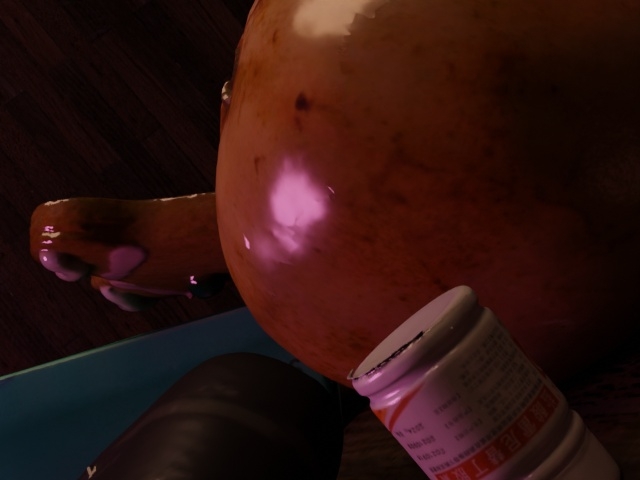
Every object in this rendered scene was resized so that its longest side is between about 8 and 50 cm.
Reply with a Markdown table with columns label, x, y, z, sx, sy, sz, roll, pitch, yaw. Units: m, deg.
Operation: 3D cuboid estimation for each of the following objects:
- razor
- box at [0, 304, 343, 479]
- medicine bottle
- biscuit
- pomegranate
| label | x | y | z | sx | sy | sz | roll | pitch | yaw |
| --- | --- | --- | --- | --- | --- | --- | --- | --- | --- |
| razor | -0.118 | 0.193 | 0.526 | 0.204 | 0.113 | 0.349 | -40 | 3 | 35 |
| box | -0.151 | 0.138 | 0.904 | 0.311 | 0.118 | 0.205 | -16 | -1 | -12 |
| medicine bottle | 0.059 | 0.066 | 0.401 | 0.057 | 0.089 | 0.057 | -40 | 2 | 2 |
| biscuit | 0.000 | 0.002 | 0.861 | 0.432 | 0.064 | 0.283 | -6 | -13 | 8 |
| pomegranate | 0.085 | -0.043 | 0.537 | 0.229 | 0.271 | 0.252 | -87 | 8 | -53 |
